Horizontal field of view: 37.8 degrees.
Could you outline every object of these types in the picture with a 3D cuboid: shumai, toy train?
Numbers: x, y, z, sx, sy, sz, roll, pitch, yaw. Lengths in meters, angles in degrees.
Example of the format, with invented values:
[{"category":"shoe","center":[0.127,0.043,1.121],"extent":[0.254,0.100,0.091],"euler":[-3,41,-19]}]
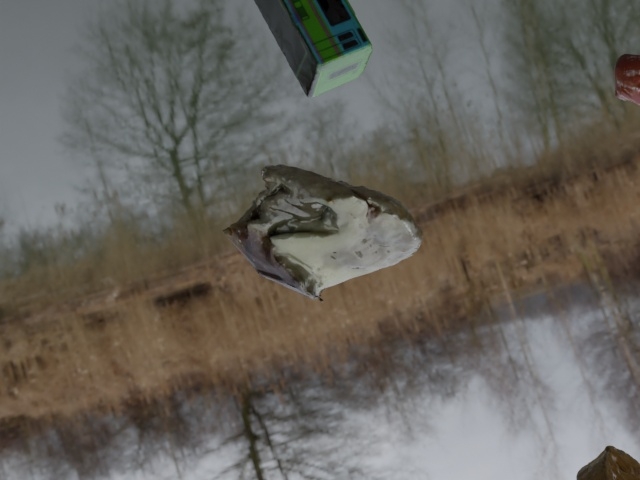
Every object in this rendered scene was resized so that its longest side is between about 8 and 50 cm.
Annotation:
[{"category":"shumai","center":[0.000,0.000,0.981],"extent":[0.201,0.120,0.201],"euler":[22,170,4]},{"category":"toy train","center":[-0.034,-0.186,0.547],"extent":[0.042,0.209,0.044],"euler":[-24,169,-16]}]

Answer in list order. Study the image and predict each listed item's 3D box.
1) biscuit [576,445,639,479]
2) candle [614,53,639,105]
[{"category":"biscuit","center":[0.326,0.349,0.871],"extent":[0.287,0.343,0.057],"euler":[28,120,-39]},{"category":"candle","center":[0.397,-0.100,0.749],"extent":[0.329,0.051,0.048],"euler":[17,178,28]}]
